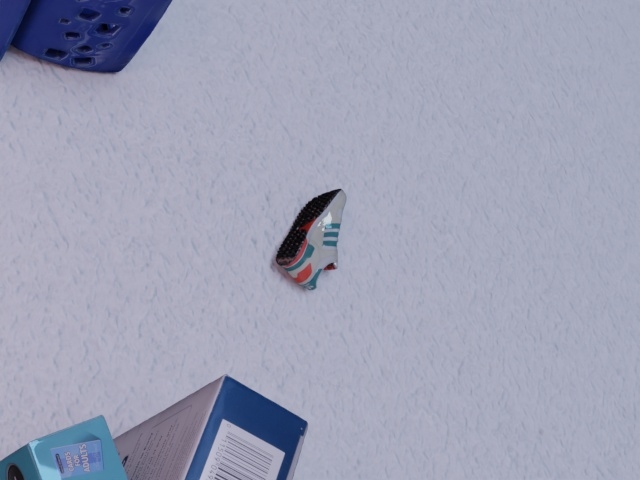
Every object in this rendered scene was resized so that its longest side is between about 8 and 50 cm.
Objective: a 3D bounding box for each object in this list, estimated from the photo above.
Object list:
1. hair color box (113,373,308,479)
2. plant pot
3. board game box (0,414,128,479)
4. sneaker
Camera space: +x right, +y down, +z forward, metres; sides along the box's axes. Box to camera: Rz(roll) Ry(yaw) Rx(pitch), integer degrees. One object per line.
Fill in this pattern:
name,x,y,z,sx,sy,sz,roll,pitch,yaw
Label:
hair color box,-0.161,0.275,1.193,0.105,0.347,0.174,33,55,-18
plant pot,-0.328,-0.355,1.445,0.212,0.236,0.236,-8,75,-30
board game box,-0.257,0.332,1.110,0.079,0.336,0.253,-17,79,-38
sneaker,0.000,0.000,1.625,0.075,0.057,0.161,53,47,-25
